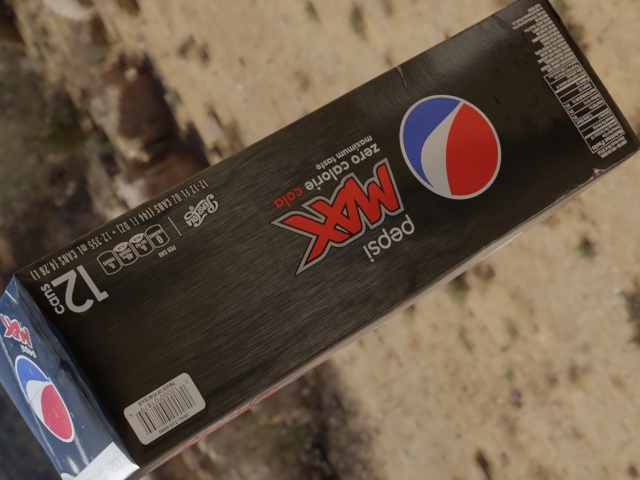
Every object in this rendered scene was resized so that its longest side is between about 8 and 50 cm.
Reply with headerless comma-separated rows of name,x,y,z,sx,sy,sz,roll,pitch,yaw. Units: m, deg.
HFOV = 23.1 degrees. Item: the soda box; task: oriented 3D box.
soda box,0.000,0.000,0.402,0.053,0.169,0.060,57,152,6
